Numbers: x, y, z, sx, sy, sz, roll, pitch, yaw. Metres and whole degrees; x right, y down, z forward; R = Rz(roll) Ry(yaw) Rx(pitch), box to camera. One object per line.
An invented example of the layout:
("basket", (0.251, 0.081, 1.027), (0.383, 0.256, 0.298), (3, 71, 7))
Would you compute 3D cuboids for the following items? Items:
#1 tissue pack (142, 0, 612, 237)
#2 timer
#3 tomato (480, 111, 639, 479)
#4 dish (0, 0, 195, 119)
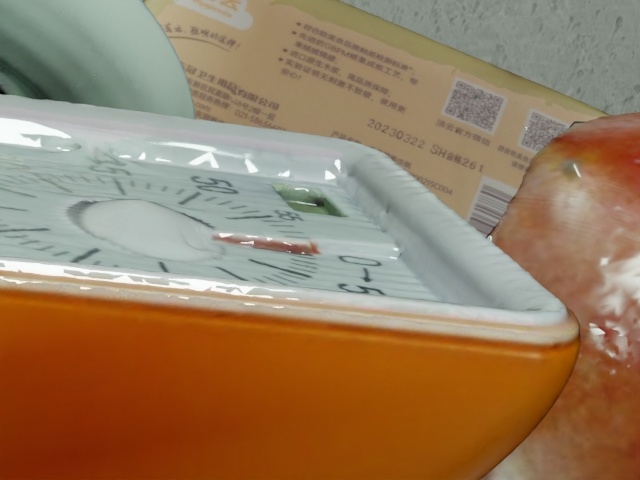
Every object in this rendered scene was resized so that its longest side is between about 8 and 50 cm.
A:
("tissue pack", (0.000, 0.000, 1.168), (0.306, 0.238, 0.238), (24, 9, 2))
("timer", (-0.060, 0.025, 0.697), (0.250, 0.161, 0.257), (-8, 18, -13))
("tomato", (0.201, 0.078, 0.786), (0.170, 0.309, 0.309), (0, -6, 35))
("dish", (-0.203, -0.030, 0.864), (0.273, 0.273, 0.133), (22, 49, -11))
